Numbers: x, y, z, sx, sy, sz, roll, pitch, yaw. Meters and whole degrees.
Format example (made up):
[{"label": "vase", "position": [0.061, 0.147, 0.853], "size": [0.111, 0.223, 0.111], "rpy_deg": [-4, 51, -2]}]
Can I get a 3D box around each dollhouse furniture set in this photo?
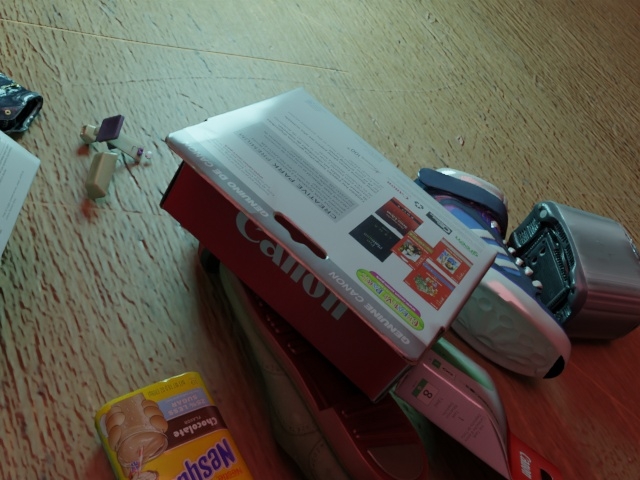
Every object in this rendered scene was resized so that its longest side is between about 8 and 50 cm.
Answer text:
[{"label": "dollhouse furniture set", "position": [-0.288, -0.099, 0.945], "size": [0.081, 0.091, 0.114], "rpy_deg": [34, 60, -48]}]

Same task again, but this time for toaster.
[{"label": "toaster", "position": [0.376, 0.053, 0.980], "size": [0.146, 0.129, 0.227], "rpy_deg": [8, 48, -17]}]

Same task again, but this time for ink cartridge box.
[{"label": "ink cartridge box", "position": [0.000, 0.000, 0.720], "size": [0.309, 0.130, 0.272], "rpy_deg": [42, 33, 9]}, {"label": "ink cartridge box", "position": [0.198, 0.202, 0.776], "size": [0.224, 0.056, 0.181], "rpy_deg": [34, 9, 12]}]

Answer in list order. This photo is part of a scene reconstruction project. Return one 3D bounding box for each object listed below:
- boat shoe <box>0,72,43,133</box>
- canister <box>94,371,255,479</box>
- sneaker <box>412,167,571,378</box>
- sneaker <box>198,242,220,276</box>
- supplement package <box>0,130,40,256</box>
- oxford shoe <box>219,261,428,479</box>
[{"label": "boat shoe", "position": [-0.448, -0.159, 0.897], "size": [0.083, 0.065, 0.183], "rpy_deg": [23, 47, 1]}, {"label": "canister", "position": [-0.140, 0.228, 0.682], "size": [0.126, 0.073, 0.170], "rpy_deg": [-17, 58, -31]}, {"label": "sneaker", "position": [0.246, 0.016, 0.960], "size": [0.322, 0.130, 0.236], "rpy_deg": [36, 53, 19]}, {"label": "sneaker", "position": [-0.049, -0.046, 0.926], "size": [0.276, 0.098, 0.135], "rpy_deg": [-14, 60, -27]}, {"label": "supplement package", "position": [-0.455, -0.051, 0.635], "size": [0.262, 0.199, 0.198], "rpy_deg": [45, 34, -39]}, {"label": "oxford shoe", "position": [-0.034, 0.147, 0.745], "size": [0.123, 0.130, 0.348], "rpy_deg": [1, 45, -45]}]
